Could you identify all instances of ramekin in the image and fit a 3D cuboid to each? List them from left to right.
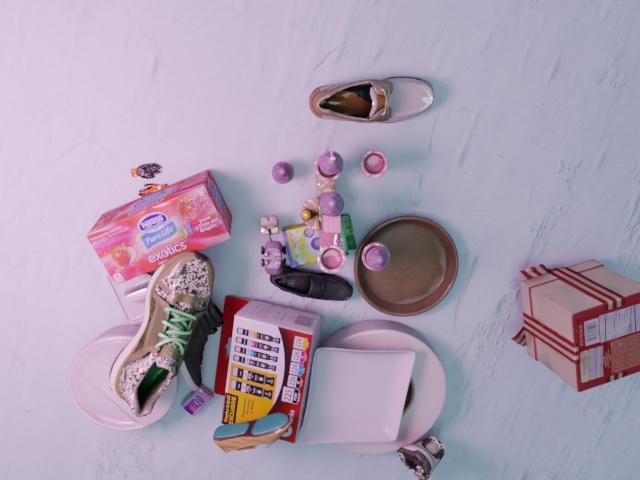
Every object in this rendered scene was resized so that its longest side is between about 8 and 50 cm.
[{"bbox_3d":[-0.498,0.343,1.544,0.272,0.127,0.273,-1,107,-5],"label":"ramekin"}]

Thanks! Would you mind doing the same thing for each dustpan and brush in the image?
[{"bbox_3d":[-0.426,0.125,1.519,0.211,0.060,0.148,-19,107,1],"label":"dustpan and brush"}]

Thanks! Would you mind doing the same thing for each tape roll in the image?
[{"bbox_3d":[0.149,0.407,1.644,0.391,0.072,0.393,-1,107,-4],"label":"tape roll"}]

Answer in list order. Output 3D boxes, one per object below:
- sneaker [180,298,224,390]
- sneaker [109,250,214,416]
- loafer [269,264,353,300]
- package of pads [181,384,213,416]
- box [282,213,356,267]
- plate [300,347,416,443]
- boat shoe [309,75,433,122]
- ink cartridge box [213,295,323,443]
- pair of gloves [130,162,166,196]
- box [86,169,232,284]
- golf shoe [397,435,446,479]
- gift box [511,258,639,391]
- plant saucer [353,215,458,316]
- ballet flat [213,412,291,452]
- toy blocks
[{"bbox_3d":[-0.310,0.259,1.548,0.146,0.104,0.296,-18,119,-16],"label":"sneaker"},{"bbox_3d":[-0.340,0.226,1.363,0.158,0.182,0.411,21,98,-32],"label":"sneaker"},{"bbox_3d":[-0.022,0.119,1.540,0.223,0.078,0.076,14,105,-9],"label":"loafer"},{"bbox_3d":[-0.337,0.436,1.635,0.050,0.032,0.083,43,99,-12],"label":"package of pads"},{"bbox_3d":[0.000,0.000,1.526,0.179,0.043,0.105,-14,106,-3],"label":"box"},{"bbox_3d":[0.093,0.400,1.560,0.277,0.045,0.278,4,106,-17],"label":"plate"},{"bbox_3d":[0.127,-0.324,1.406,0.301,0.103,0.113,-7,107,-2],"label":"boat shoe"},{"bbox_3d":[-0.157,0.325,1.533,0.271,0.130,0.310,11,106,10],"label":"ink cartridge box"},{"bbox_3d":[-0.421,-0.147,1.465,0.074,0.010,0.083,-14,105,1],"label":"pair of gloves"},{"bbox_3d":[-0.375,-0.036,1.425,0.299,0.154,0.142,-22,112,3],"label":"box"},{"bbox_3d":[0.283,0.582,1.634,0.120,0.273,0.105,-42,69,-10],"label":"golf shoe"},{"bbox_3d":[0.647,0.200,1.522,0.276,0.258,0.255,-10,108,-9],"label":"gift box"},{"bbox_3d":[0.222,0.066,1.564,0.277,0.041,0.278,-1,106,-5],"label":"plant saucer"},{"bbox_3d":[-0.158,0.478,1.470,0.232,0.080,0.073,-17,111,27],"label":"ballet flat"},{"bbox_3d":[0.006,-0.062,1.362,0.308,0.260,0.289,-2,93,-1],"label":"toy blocks"}]
